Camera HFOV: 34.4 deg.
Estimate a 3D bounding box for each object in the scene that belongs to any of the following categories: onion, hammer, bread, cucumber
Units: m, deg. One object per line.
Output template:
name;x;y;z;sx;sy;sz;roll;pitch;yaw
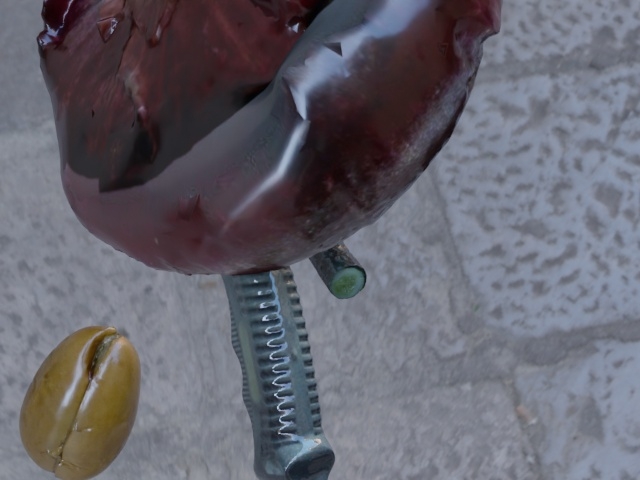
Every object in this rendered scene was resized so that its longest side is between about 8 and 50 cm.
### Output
onion;-0.011;-0.096;0.540;0.272;0.195;0.272;-19;56;31
hammer;-0.024;0.093;0.623;0.041;0.159;0.226;-6;78;-34
bread;-0.247;0.173;1.056;0.114;0.189;0.077;28;27;5
cucumber;0.000;0.000;0.836;0.032;0.032;0.133;-16;34;-12
